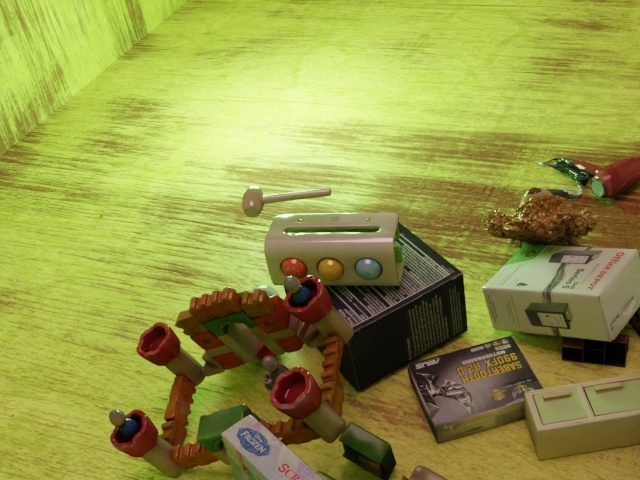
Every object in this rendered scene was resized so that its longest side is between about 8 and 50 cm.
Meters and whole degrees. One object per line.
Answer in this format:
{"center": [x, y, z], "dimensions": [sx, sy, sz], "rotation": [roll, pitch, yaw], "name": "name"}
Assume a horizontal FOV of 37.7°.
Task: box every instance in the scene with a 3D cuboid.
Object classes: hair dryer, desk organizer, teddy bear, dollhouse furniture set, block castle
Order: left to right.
{"center": [-0.173, 0.252, 1.794], "dimensions": [0.453, 0.213, 0.303], "rotation": [-18, 42, 27], "name": "block castle"}
{"center": [0.133, 0.490, 1.660], "dimensions": [0.302, 0.151, 0.197], "rotation": [27, 69, 18], "name": "dollhouse furniture set"}
{"center": [0.498, -0.042, 2.112], "dimensions": [0.245, 0.338, 0.113], "rotation": [5, 81, 34], "name": "teddy bear"}
{"center": [0.562, 0.221, 1.921], "dimensions": [0.130, 0.047, 0.050], "rotation": [4, 41, 20], "name": "desk organizer"}
{"center": [0.707, -0.184, 2.399], "dimensions": [0.294, 0.080, 0.223], "rotation": [-3, 36, 11], "name": "hair dryer"}

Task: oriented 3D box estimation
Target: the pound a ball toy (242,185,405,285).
{"center": [0.000, 0.000, 1.927], "dimensions": [0.319, 0.208, 0.135], "rotation": [0, 39, 15], "name": "pound a ball toy"}

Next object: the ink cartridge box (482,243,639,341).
{"center": [0.514, 0.105, 1.968], "dimensions": [0.273, 0.114, 0.198], "rotation": [2, 30, 43], "name": "ink cartridge box"}

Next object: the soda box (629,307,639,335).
{"center": [0.686, 0.161, 1.962], "dimensions": [0.060, 0.053, 0.169], "rotation": [-15, 37, -5], "name": "soda box"}

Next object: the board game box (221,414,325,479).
{"center": [-0.017, 0.480, 1.497], "dimensions": [0.066, 0.318, 0.318], "rotation": [-31, 42, -26], "name": "board game box"}

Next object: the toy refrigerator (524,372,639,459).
{"center": [0.528, 0.323, 1.752], "dimensions": [0.270, 0.094, 0.102], "rotation": [-10, 36, 3], "name": "toy refrigerator"}

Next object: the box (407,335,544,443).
{"center": [0.311, 0.296, 1.878], "dimensions": [0.231, 0.056, 0.183], "rotation": [-15, 36, -4], "name": "box"}

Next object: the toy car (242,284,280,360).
{"center": [-0.138, 0.198, 2.069], "dimensions": [0.159, 0.136, 0.182], "rotation": [-49, 2, 17], "name": "toy car"}

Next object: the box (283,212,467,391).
{"center": [0.113, 0.127, 2.049], "dimensions": [0.294, 0.182, 0.296], "rotation": [-26, 39, -18], "name": "box"}
